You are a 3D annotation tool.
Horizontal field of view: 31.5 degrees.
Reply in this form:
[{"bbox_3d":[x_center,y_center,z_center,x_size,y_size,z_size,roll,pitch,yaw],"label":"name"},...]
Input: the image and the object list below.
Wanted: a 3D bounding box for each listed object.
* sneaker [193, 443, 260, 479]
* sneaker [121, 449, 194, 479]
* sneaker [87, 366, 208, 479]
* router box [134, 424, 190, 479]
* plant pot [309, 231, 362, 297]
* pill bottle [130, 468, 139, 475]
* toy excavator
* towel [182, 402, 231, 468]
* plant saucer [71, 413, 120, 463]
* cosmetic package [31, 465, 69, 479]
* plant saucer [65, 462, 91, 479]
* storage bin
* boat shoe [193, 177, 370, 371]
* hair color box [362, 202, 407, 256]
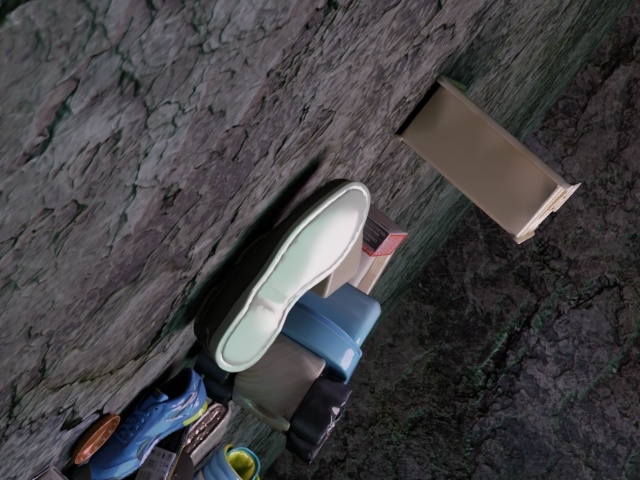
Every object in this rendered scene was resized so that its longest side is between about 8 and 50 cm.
[{"bbox_3d":[-0.215,0.498,2.272,0.208,0.127,0.319,-43,-174,-13],"label":"sneaker"},{"bbox_3d":[-0.284,0.407,1.872,0.130,0.109,0.286,-61,168,24],"label":"sneaker"},{"bbox_3d":[-0.252,0.255,1.598,0.209,0.069,0.082,-37,137,-24],"label":"sneaker"},{"bbox_3d":[-0.232,0.309,1.720,0.133,0.046,0.179,111,-1,-62],"label":"router box"},{"bbox_3d":[0.000,0.000,1.612,0.109,0.109,0.096,-35,150,-55],"label":"plant pot"},{"bbox_3d":[-0.286,0.320,1.700,0.043,0.043,0.083,-42,168,-34],"label":"pill bottle"},{"bbox_3d":[0.011,0.123,1.867,0.445,0.222,0.433,-55,173,-18],"label":"toy excavator"},{"bbox_3d":[-0.277,0.428,2.124,0.282,0.049,0.187,-45,170,-26],"label":"towel"},{"bbox_3d":[-0.302,0.263,1.517,0.083,0.013,0.083,-48,170,-11],"label":"plant saucer"},{"bbox_3d":[-0.382,0.460,1.490,0.113,0.160,0.309,-35,161,-52],"label":"cosmetic package"},{"bbox_3d":[-0.341,0.361,1.544,0.119,0.021,0.119,-49,-148,45],"label":"plant saucer"},{"bbox_3d":[0.279,-0.131,1.844,0.123,0.262,0.260,-51,170,14],"label":"storage bin"},{"bbox_3d":[-0.056,0.031,1.507,0.305,0.091,0.109,-51,133,-3],"label":"boat shoe"},{"bbox_3d":[0.082,-0.021,1.886,0.053,0.093,0.167,-51,169,8],"label":"hair color box"}]
